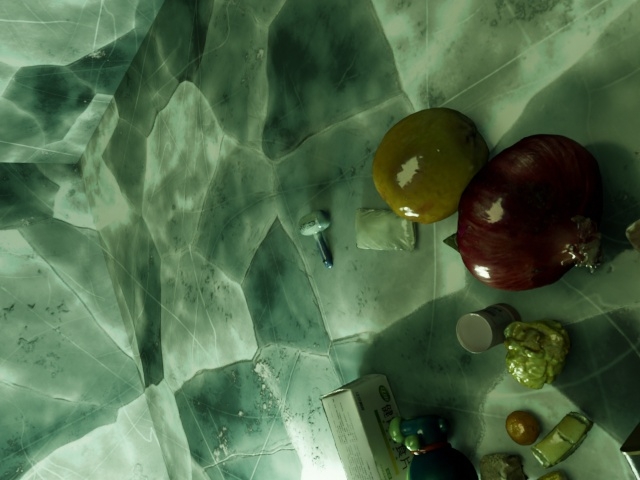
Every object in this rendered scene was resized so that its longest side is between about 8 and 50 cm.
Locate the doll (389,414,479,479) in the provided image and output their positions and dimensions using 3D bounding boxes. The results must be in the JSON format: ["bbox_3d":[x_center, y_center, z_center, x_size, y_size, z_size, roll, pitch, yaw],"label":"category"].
[{"bbox_3d":[0.310,0.611,1.459,0.186,0.198,0.322,-34,60,29],"label":"doll"}]

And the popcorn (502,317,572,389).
[{"bbox_3d":[0.501,0.254,1.254,0.142,0.173,0.173,5,98,40],"label":"popcorn"}]

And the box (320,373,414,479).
[{"bbox_3d":[0.148,0.582,1.633,0.145,0.173,0.333,-32,72,41],"label":"box"}]

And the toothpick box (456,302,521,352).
[{"bbox_3d":[0.414,0.213,1.338,0.098,0.149,0.098,6,99,45],"label":"toothpick box"}]

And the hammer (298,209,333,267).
[{"bbox_3d":[0.000,0.000,1.806,0.116,0.069,0.194,-22,86,44],"label":"hammer"}]

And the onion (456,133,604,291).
[{"bbox_3d":[0.460,-0.037,1.124,0.285,0.347,0.348,43,124,50],"label":"onion"}]

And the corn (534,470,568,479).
[{"bbox_3d":[0.526,0.628,1.328,0.072,0.072,0.203,52,126,29],"label":"corn"}]

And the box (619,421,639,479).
[{"bbox_3d":[0.686,0.402,1.049,0.144,0.201,0.090,-31,76,42],"label":"box"}]

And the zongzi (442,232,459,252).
[{"bbox_3d":[0.393,0.044,1.428,0.154,0.062,0.130,58,153,4],"label":"zongzi"}]

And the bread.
[{"bbox_3d":[0.553,0.455,1.245,0.064,0.117,0.156,48,126,33],"label":"bread"}]

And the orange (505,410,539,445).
[{"bbox_3d":[0.496,0.459,1.338,0.083,0.070,0.083,1,91,57],"label":"orange"}]

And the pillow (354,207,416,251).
[{"bbox_3d":[0.186,-0.034,1.615,0.229,0.051,0.128,3,94,47],"label":"pillow"}]

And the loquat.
[{"bbox_3d":[0.272,-0.187,1.372,0.284,0.276,0.276,-43,65,36],"label":"loquat"}]

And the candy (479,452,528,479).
[{"bbox_3d":[0.462,0.591,1.387,0.110,0.085,0.095,-25,68,56],"label":"candy"}]

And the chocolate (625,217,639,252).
[{"bbox_3d":[0.734,-0.048,1.036,0.157,0.080,0.254,48,128,13],"label":"chocolate"}]
